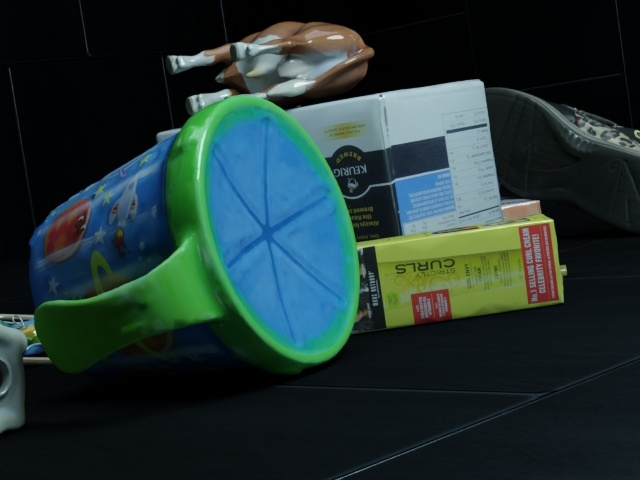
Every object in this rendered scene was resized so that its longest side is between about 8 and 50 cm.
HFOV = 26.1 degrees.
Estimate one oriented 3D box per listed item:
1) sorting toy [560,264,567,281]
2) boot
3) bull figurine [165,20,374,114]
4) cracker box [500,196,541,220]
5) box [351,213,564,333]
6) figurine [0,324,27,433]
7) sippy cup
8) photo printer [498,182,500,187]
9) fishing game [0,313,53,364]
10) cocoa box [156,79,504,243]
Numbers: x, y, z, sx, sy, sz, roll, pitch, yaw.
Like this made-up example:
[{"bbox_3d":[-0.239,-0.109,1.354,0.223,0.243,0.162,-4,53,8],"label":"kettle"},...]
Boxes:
[{"bbox_3d":[0.170,0.035,1.447,0.132,0.046,0.274,-6,5,33],"label":"sorting toy"},{"bbox_3d":[0.423,-0.123,1.981,0.284,0.138,0.377,-9,26,-44],"label":"boot"},{"bbox_3d":[-0.064,-0.202,1.651,0.188,0.101,0.310,-16,5,-28],"label":"bull figurine"},{"bbox_3d":[0.212,-0.018,1.958,0.155,0.067,0.232,-9,5,-6],"label":"cracker box"},{"bbox_3d":[0.109,0.034,1.317,0.232,0.087,0.058,-7,6,-1],"label":"box"},{"bbox_3d":[-0.360,0.126,1.048,0.209,0.092,0.215,-11,1,33],"label":"figurine"},{"bbox_3d":[-0.119,0.019,1.185,0.224,0.240,0.305,-18,-25,30],"label":"sippy cup"},{"bbox_3d":[0.147,-0.091,2.248,0.256,0.107,0.307,1,-11,-8],"label":"photo printer"},{"bbox_3d":[-0.303,0.096,1.481,0.189,0.041,0.264,2,6,1],"label":"fishing game"},{"bbox_3d":[0.014,-0.050,1.662,0.347,0.228,0.231,-6,6,38],"label":"cocoa box"}]
